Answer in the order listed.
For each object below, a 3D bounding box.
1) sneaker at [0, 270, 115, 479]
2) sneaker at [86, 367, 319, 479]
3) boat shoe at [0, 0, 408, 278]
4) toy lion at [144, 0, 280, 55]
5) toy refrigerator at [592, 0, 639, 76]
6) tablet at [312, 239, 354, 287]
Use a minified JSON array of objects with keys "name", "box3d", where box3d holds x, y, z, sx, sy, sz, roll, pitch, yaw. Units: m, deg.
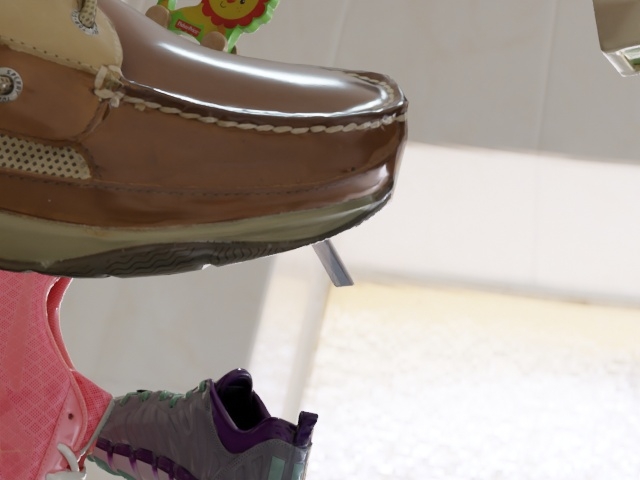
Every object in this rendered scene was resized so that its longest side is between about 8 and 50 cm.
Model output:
[{"name":"sneaker","box3d":[-0.189,0.134,1.069,0.136,0.314,0.116,-6,-11,-6]},{"name":"sneaker","box3d":[-0.080,0.120,1.156,0.224,0.098,0.083,21,6,43]},{"name":"boat shoe","box3d":[-0.126,-0.062,0.614,0.324,0.122,0.120,2,-71,-15]},{"name":"toy lion","box3d":[-0.085,-0.200,1.482,0.100,0.096,0.034,27,-3,26]},{"name":"toy refrigerator","box3d":[0.353,-0.200,1.383,0.269,0.094,0.102,-11,-11,17]},{"name":"tablet","box3d":[0.000,0.000,1.397,0.083,0.006,0.054,60,-14,-4]}]
